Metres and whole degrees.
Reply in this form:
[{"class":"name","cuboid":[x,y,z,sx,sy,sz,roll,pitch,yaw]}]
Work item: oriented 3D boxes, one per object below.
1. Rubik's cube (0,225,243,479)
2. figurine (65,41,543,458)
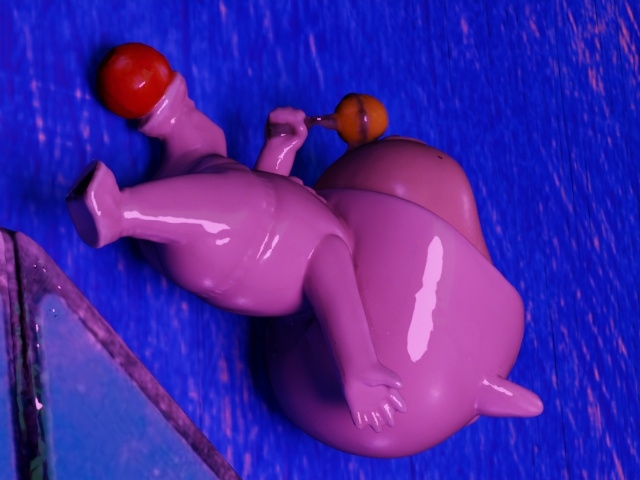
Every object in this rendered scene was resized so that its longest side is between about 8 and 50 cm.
[{"class":"Rubik's cube","cuboid":[-0.164,0.179,0.592,0.260,0.255,0.259,51,47,-22]},{"class":"figurine","cuboid":[0.000,0.000,0.899,0.287,0.176,0.186,32,80,-18]}]
